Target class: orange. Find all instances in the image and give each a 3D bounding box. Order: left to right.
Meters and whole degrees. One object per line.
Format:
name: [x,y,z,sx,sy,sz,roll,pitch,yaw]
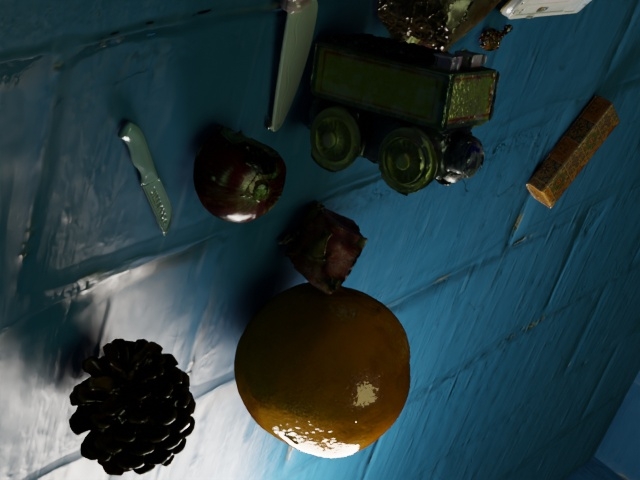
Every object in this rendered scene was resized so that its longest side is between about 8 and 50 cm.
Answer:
orange: [0.002,0.188,1.793,0.261,0.261,0.261,-37,149,-28]

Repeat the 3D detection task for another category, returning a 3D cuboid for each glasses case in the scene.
glasses case: [0.478,-0.170,2.337,0.218,0.049,0.075,-51,146,-4]

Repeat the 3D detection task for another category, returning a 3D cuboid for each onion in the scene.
onion: [-0.101,-0.076,1.493,0.117,0.118,0.119,21,107,-28]

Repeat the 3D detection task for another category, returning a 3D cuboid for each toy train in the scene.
toy train: [0.097,-0.163,1.550,0.134,0.261,0.177,-14,117,-52]

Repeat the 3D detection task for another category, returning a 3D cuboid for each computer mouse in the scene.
computer mouse: [0.353,-0.380,1.870,0.199,0.045,0.102,-15,157,-39]

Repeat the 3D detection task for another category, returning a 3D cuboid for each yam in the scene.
yam: [0.189,-0.354,1.600,0.238,0.129,0.128,-42,-174,-19]

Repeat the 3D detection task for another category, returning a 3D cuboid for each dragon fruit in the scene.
dragon fruit: [0.000,0.000,1.748,0.102,0.096,0.147,-55,-164,11]

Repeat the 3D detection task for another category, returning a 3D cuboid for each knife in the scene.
knife: [-0.200,-0.072,1.436,0.028,0.015,0.210,-50,154,-21]
knife: [-0.030,-0.267,1.469,0.081,0.043,0.336,-45,159,-35]

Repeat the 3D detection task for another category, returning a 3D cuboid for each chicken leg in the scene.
chicken leg: [0.265,-0.308,1.875,0.083,0.021,0.036,-22,130,-46]

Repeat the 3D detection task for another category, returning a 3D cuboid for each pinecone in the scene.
pinecone: [-0.237,0.197,1.537,0.163,0.163,0.165,-35,146,-30]

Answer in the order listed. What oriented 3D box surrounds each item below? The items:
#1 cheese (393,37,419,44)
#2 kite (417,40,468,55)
cheese: [0.118,-0.268,1.680,0.044,0.030,0.083,20,102,-40]
kite: [0.139,-0.238,1.772,0.234,0.016,0.321,-31,145,-34]
